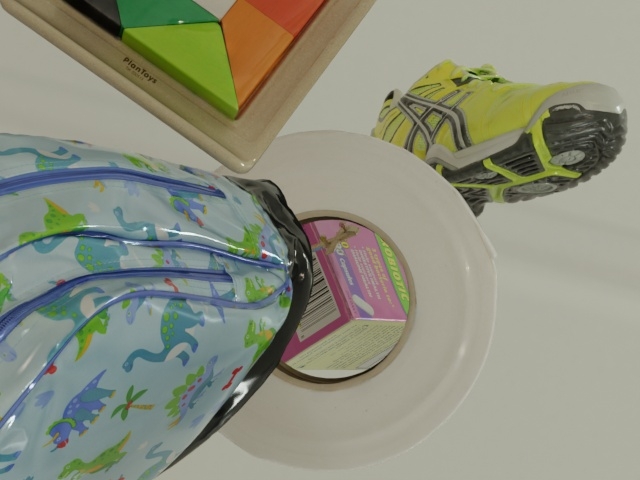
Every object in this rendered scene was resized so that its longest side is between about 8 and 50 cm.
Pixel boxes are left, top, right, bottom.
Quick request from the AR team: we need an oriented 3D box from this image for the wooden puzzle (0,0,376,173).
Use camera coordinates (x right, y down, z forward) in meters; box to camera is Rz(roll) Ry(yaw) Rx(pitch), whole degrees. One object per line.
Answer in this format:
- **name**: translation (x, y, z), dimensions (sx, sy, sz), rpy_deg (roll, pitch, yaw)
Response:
- **wooden puzzle**: translation (-0.086, -0.193, 1.313), dimensions (0.239, 0.221, 0.044), rpy_deg (-55, 180, -30)

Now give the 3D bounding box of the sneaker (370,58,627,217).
- **sneaker**: translation (0.144, -0.109, 1.668), dimensions (0.384, 0.145, 0.147), rpy_deg (-16, -108, 58)

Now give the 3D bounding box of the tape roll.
- **tape roll**: translation (0.008, 0.049, 1.480), dimensions (0.100, 0.286, 0.286), rpy_deg (26, 79, -86)

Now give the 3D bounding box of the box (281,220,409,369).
- **box**: translation (0.027, 0.024, 1.938), dimensions (0.243, 0.117, 0.214), rpy_deg (6, 56, -53)

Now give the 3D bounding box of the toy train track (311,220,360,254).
- **toy train track**: translation (0.000, 0.000, 1.641), dimensions (0.014, 0.083, 0.048), rpy_deg (56, 36, -18)

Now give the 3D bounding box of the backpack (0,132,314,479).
- **backpack**: translation (-0.187, 0.061, 1.199), dimensions (0.290, 0.273, 0.355), rpy_deg (-45, 140, 13)
